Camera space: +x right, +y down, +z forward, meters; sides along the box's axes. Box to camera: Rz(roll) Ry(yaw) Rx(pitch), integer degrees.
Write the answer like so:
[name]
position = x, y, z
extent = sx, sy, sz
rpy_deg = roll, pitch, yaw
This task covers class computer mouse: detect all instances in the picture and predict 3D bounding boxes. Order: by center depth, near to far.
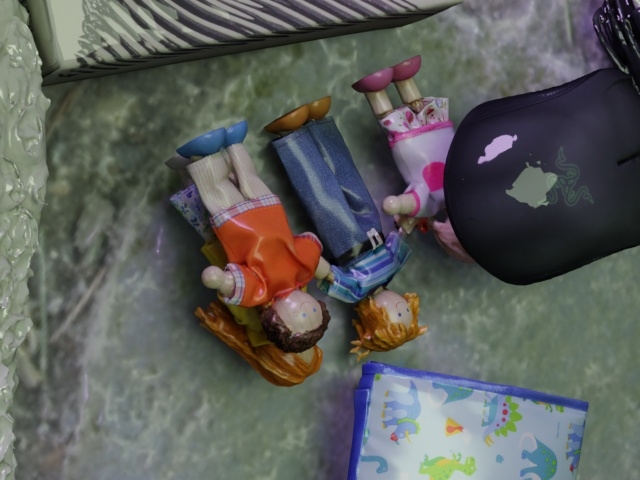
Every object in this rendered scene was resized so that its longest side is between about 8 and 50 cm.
[computer mouse]
position = 0.181, -0.060, 1.279
extent = 0.272, 0.072, 0.188
rpy_deg = -28, 102, -47

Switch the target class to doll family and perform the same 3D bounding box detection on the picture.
[doll family]
position = 0.000, 0.000, 1.229
extent = 0.263, 0.118, 0.163
rpy_deg = -24, 90, -44

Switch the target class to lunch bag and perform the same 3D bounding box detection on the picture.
[lunch bag]
position = 0.080, 0.150, 1.247
extent = 0.151, 0.096, 0.128
rpy_deg = 13, 80, -34

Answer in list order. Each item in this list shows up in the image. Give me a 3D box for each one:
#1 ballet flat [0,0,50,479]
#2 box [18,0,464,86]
[ballet flat]
position = -0.220, 0.007, 1.078
extent = 0.147, 0.147, 0.408
rpy_deg = -2, 87, -26
[box]
position = -0.057, -0.169, 1.210
extent = 0.275, 0.094, 0.113
rpy_deg = -14, 92, -26
